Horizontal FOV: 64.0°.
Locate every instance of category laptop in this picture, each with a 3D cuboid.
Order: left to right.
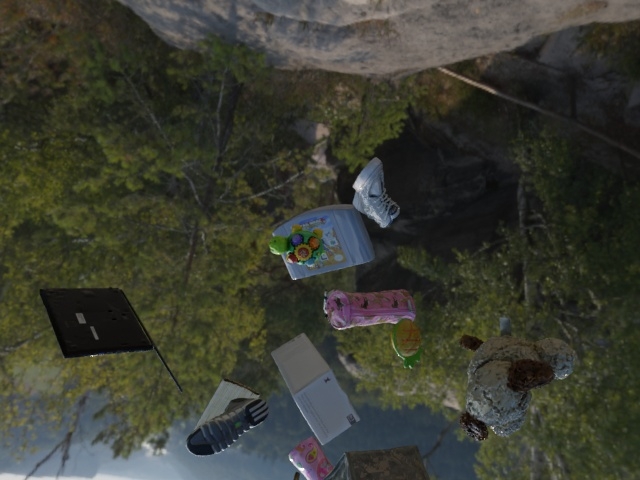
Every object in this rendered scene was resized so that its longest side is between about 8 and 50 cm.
[{"bbox_3d":[-0.443,0.215,1.093,0.264,0.137,0.234,4,-156,-42],"label":"laptop"}]

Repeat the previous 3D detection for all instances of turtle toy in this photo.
[{"bbox_3d":[-0.053,0.016,1.170,0.130,0.095,0.066,11,-161,-3],"label":"turtle toy"}]

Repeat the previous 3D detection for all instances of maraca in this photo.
[{"bbox_3d":[0.309,0.364,1.816,0.099,0.127,0.186,1,118,53],"label":"maraca"}]

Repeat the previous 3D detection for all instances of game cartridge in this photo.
[{"bbox_3d":[0.000,0.000,1.567,0.297,0.062,0.198,-16,109,28],"label":"game cartridge"}]

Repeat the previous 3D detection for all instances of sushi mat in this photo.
[{"bbox_3d":[-0.358,0.653,1.945,0.151,0.019,0.317,26,117,-9],"label":"sushi mat"}]

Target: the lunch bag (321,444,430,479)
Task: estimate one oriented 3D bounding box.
[{"bbox_3d":[0.125,0.689,1.367,0.235,0.169,0.287,6,132,-26],"label":"lunch bag"}]

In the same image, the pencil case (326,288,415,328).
[{"bbox_3d":[0.208,0.275,2.066,0.386,0.160,0.167,4,138,-34],"label":"pencil case"}]

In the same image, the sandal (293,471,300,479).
[{"bbox_3d":[-0.058,0.712,1.386,0.049,0.072,0.180,9,-161,-7],"label":"sandal"}]

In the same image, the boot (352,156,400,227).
[{"bbox_3d":[0.152,-0.110,1.282,0.123,0.095,0.258,41,172,11],"label":"boot"}]

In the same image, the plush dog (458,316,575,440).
[{"bbox_3d":[0.374,0.294,1.067,0.210,0.262,0.225,36,-158,13],"label":"plush dog"}]

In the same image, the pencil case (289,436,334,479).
[{"bbox_3d":[0.011,0.817,1.751,0.284,0.124,0.124,49,165,21],"label":"pencil case"}]

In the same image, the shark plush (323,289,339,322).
[{"bbox_3d":[0.047,0.286,2.200,0.067,0.161,0.073,4,-170,0],"label":"shark plush"}]

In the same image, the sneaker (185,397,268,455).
[{"bbox_3d":[-0.257,0.492,1.377,0.228,0.086,0.132,-20,-176,-25],"label":"sneaker"}]

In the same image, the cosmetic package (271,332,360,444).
[{"bbox_3d":[-0.028,0.494,1.769,0.217,0.156,0.385,61,172,-13],"label":"cosmetic package"}]
